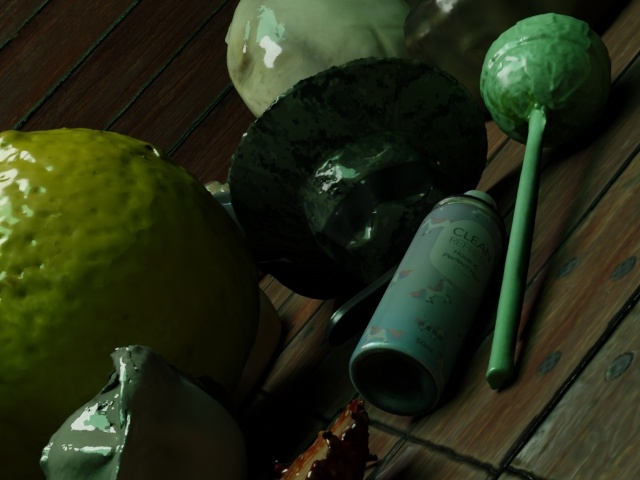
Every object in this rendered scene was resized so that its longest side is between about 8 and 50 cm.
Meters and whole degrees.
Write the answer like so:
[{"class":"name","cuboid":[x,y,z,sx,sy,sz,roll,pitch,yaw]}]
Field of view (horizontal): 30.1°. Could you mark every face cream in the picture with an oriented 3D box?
[{"class":"face cream","cuboid":[0.095,0.037,0.958,0.075,0.075,0.229,-37,15,42]}]

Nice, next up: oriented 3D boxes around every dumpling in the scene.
[{"class":"dumpling","cuboid":[-0.122,0.218,0.921,0.163,0.293,0.204,-11,32,-25]}]

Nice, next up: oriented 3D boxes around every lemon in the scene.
[{"class":"lemon","cuboid":[-0.240,0.077,1.131,0.387,0.350,0.350,-58,14,-22]}]

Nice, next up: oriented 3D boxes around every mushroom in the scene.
[{"class":"mushroom","cuboid":[0.039,-0.239,1.687,0.315,0.356,0.315,-12,64,26]}]

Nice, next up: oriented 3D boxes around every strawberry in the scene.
[{"class":"strawberry","cuboid":[-0.020,0.200,0.789,0.208,0.087,0.167,-41,-6,-11]}]

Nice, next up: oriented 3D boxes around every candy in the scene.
[{"class":"candy","cuboid":[0.170,-0.049,0.966,0.119,0.119,0.440,-39,20,38]}]

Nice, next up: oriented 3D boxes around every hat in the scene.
[{"class":"hat","cuboid":[0.058,-0.032,1.099,0.265,0.265,0.128,-44,44,17]}]

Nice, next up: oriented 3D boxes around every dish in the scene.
[{"class":"dish","cuboid":[0.000,0.000,1.312,0.273,0.133,0.273,-9,5,1]}]

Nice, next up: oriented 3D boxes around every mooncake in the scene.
[{"class":"mooncake","cuboid":[0.225,-0.288,1.403,0.290,0.161,0.290,-46,9,9]}]

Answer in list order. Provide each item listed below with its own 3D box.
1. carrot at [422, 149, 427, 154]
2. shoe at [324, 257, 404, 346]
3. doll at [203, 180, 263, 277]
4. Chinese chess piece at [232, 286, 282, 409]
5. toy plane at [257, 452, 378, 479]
[{"class":"carrot","cuboid":[0.152,-0.165,1.544,0.210,0.061,0.061,-44,10,-8]},{"class":"shoe","cuboid":[0.075,0.053,1.041,0.159,0.053,0.062,-32,-35,-25]},{"class":"doll","cuboid":[-0.133,-0.026,1.880,0.196,0.152,0.256,-23,18,34]},{"class":"Chinese chess piece","cuboid":[-0.198,0.172,1.448,0.338,0.140,0.338,-43,11,11]},{"class":"toy plane","cuboid":[-0.016,0.194,0.933,0.060,0.037,0.145,-50,12,-35]}]
